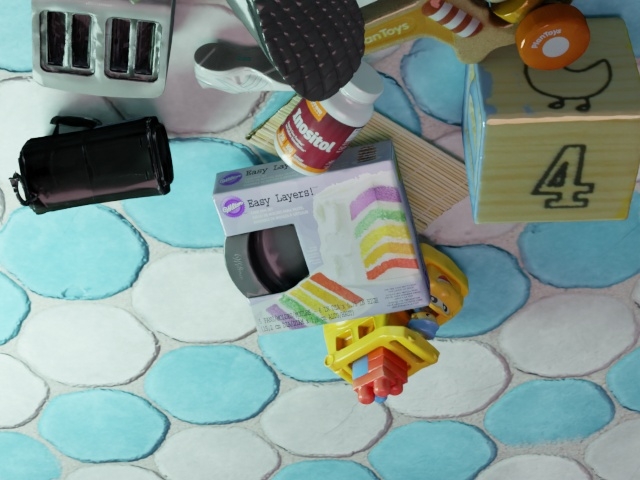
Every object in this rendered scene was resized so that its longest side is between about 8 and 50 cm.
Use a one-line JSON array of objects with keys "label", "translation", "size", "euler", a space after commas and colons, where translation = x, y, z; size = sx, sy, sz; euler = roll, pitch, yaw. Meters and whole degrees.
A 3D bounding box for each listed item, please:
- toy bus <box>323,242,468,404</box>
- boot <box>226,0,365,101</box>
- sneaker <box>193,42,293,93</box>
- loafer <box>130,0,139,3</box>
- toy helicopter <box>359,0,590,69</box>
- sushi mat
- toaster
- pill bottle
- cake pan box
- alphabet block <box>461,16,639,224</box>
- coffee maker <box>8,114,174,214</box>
[{"label": "toy bus", "translation": [0.109, 0.139, 1.923], "size": [0.220, 0.211, 0.149], "euler": [-32, 128, 27]}, {"label": "boot", "translation": [-0.087, -0.318, 1.425], "size": [0.118, 0.223, 0.338], "euler": [-38, 131, -6]}, {"label": "sneaker", "translation": [-0.087, -0.213, 1.657], "size": [0.152, 0.053, 0.061], "euler": [8, 152, -6]}, {"label": "loafer", "translation": [-0.263, -0.352, 1.410], "size": [0.251, 0.094, 0.087], "euler": [42, 110, -6]}, {"label": "toy helicopter", "translation": [0.122, -0.277, 1.486], "size": [0.355, 0.140, 0.235], "euler": [-19, 143, 13]}, {"label": "sushi mat", "translation": [0.067, -0.110, 1.790], "size": [0.316, 0.019, 0.151], "euler": [28, 129, -28]}, {"label": "toaster", "translation": [-0.259, -0.263, 1.549], "size": [0.168, 0.110, 0.185], "euler": [6, 137, -7]}, {"label": "pill bottle", "translation": [0.012, -0.159, 1.660], "size": [0.086, 0.086, 0.152], "euler": [22, 130, -23]}, {"label": "cake pan box", "translation": [0.000, 0.000, 1.801], "size": [0.267, 0.070, 0.245], "euler": [-9, 119, 10]}, {"label": "alphabet block", "translation": [0.286, -0.148, 1.629], "size": [0.197, 0.192, 0.193], "euler": [-2, 139, 0]}, {"label": "coffee maker", "translation": [-0.289, -0.090, 1.693], "size": [0.178, 0.171, 0.120], "euler": [-10, 120, 7]}]
